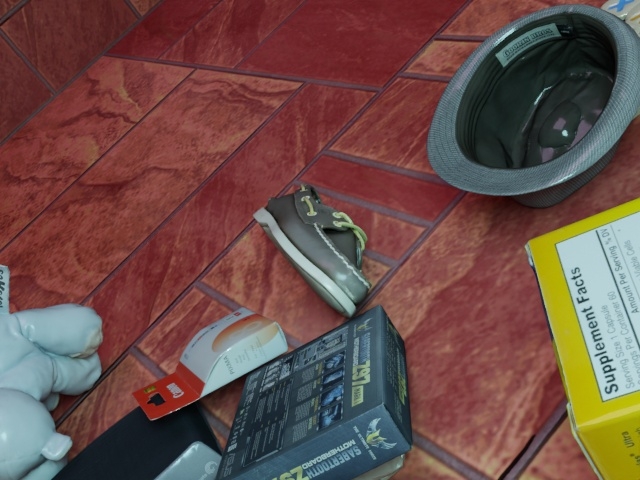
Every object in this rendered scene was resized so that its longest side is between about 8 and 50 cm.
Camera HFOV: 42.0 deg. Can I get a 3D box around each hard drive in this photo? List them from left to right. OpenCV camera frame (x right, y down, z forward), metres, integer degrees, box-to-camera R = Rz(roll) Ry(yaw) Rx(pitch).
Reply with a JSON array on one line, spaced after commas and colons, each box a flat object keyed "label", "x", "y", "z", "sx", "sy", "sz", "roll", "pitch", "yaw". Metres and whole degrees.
[{"label": "hard drive", "x": -0.239, "y": 0.292, "z": 0.986, "sx": 0.254, "sy": 0.054, "sz": 0.172, "roll": -40, "pitch": 33, "yaw": -5}]

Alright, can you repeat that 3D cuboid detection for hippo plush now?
[{"label": "hippo plush", "x": -0.378, "y": 0.206, "z": 1.089, "sx": 0.234, "sy": 0.294, "sz": 0.237, "roll": -14, "pitch": 47, "yaw": -22}]

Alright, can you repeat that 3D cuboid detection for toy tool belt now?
[{"label": "toy tool belt", "x": 0.044, "y": 0.216, "z": 0.829, "sx": 0.083, "sy": 0.052, "sz": 0.051, "roll": -26, "pitch": 8, "yaw": 18}]

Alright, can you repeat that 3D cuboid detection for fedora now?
[{"label": "fedora", "x": 0.262, "y": -0.137, "z": 0.969, "sx": 0.243, "sy": 0.124, "sz": 0.276, "roll": 6, "pitch": 64, "yaw": 39}]

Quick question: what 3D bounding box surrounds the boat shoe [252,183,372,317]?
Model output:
[{"label": "boat shoe", "x": 0.000, "y": 0.000, "z": 1.060, "sx": 0.096, "sy": 0.117, "sz": 0.324, "roll": -38, "pitch": 21, "yaw": -4}]

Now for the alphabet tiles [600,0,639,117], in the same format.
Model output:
[{"label": "alphabet tiles", "x": 0.366, "y": -0.241, "z": 1.114, "sx": 0.278, "sy": 0.021, "sz": 0.284, "roll": -38, "pitch": 33, "yaw": -3}]

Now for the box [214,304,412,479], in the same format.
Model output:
[{"label": "box", "x": -0.002, "y": 0.170, "z": 0.851, "sx": 0.183, "sy": 0.059, "sz": 0.233, "roll": -30, "pitch": 14, "yaw": 12}]

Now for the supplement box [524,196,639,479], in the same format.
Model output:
[{"label": "supplement box", "x": 0.358, "y": 0.059, "z": 0.586, "sx": 0.356, "sy": 0.195, "sz": 0.194, "roll": -23, "pitch": 35, "yaw": 20}]

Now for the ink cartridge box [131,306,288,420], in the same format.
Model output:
[{"label": "ink cartridge box", "x": -0.144, "y": 0.144, "z": 1.015, "sx": 0.179, "sy": 0.045, "sz": 0.145, "roll": -24, "pitch": 11, "yaw": -19}]
